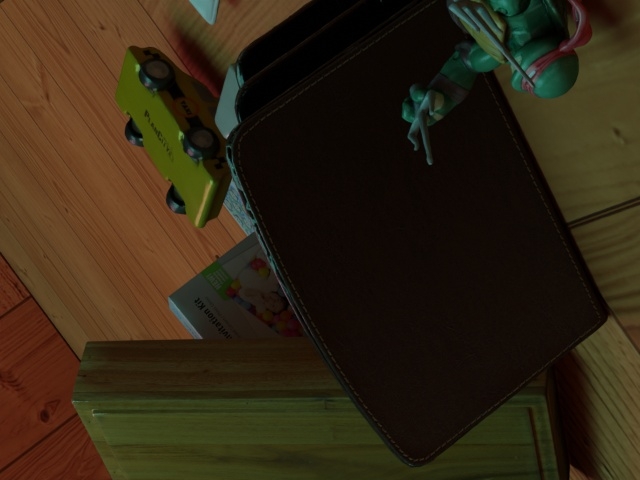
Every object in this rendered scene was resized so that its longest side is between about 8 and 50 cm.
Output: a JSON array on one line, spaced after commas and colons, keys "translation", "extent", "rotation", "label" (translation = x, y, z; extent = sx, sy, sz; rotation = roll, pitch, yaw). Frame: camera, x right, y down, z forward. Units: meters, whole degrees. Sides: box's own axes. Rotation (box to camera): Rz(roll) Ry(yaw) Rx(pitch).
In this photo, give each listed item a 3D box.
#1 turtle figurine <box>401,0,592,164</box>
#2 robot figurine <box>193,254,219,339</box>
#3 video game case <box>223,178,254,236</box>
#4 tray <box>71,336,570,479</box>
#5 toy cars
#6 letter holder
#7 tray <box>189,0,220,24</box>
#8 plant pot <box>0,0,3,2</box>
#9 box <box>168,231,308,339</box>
[{"translation": [0.089, -0.146, 1.022], "extent": [0.234, 0.118, 0.175], "rotation": [58, 157, 32], "label": "turtle figurine"}, {"translation": [-0.060, 0.118, 1.859], "extent": [0.219, 0.128, 0.158], "rotation": [45, -177, 22], "label": "robot figurine"}, {"translation": [-0.068, -0.034, 1.774], "extent": [0.157, 0.019, 0.143], "rotation": [52, 162, 1], "label": "video game case"}, {"translation": [0.006, 0.174, 1.467], "extent": [0.410, 0.076, 0.203], "rotation": [-3, 139, 13], "label": "tray"}, {"translation": [-0.071, -0.094, 1.561], "extent": [0.393, 0.087, 0.176], "rotation": [18, 121, 55], "label": "toy cars"}, {"translation": [0.040, -0.011, 1.230], "extent": [0.152, 0.214, 0.302], "rotation": [19, 142, 60], "label": "letter holder"}, {"translation": [-0.162, -0.324, 1.449], "extent": [0.270, 0.030, 0.145], "rotation": [50, 163, 8], "label": "tray"}, {"translation": [-0.368, -0.335, 1.591], "extent": [0.254, 0.254, 0.239], "rotation": [55, -173, -5], "label": "plant pot"}, {"translation": [-0.029, 0.056, 1.572], "extent": [0.145, 0.186, 0.038], "rotation": [49, 166, 13], "label": "box"}]
